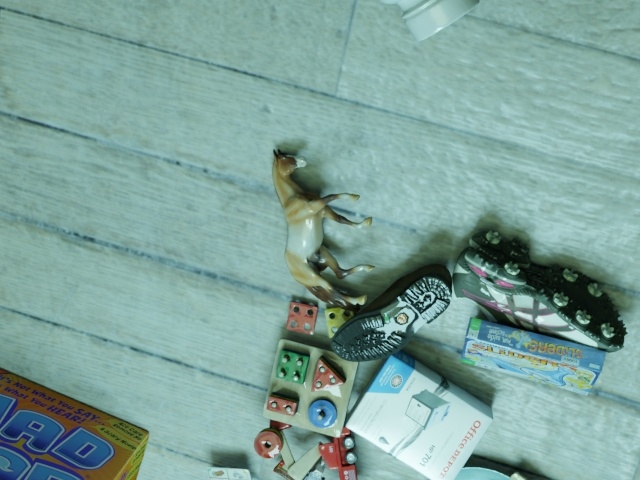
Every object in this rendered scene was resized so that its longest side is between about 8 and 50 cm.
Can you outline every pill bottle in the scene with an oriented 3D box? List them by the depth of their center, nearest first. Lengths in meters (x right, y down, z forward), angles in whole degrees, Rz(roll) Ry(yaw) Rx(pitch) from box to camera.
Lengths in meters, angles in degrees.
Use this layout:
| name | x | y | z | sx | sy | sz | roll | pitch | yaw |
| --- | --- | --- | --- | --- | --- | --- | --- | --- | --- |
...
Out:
| name | x | y | z | sx | sy | sz | roll | pitch | yaw |
| --- | --- | --- | --- | --- | --- | --- | --- | --- | --- |
| pill bottle | 0.113 | -0.392 | 1.583 | 0.131 | 0.131 | 0.229 | -29 | 101 | 23 |

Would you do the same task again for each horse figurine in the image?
| name | x | y | z | sx | sy | sz | roll | pitch | yaw |
| --- | --- | --- | --- | --- | --- | --- | --- | --- | --- |
| horse figurine | 0.000 | 0.000 | 1.793 | 0.174 | 0.066 | 0.263 | 13 | 123 | 32 |

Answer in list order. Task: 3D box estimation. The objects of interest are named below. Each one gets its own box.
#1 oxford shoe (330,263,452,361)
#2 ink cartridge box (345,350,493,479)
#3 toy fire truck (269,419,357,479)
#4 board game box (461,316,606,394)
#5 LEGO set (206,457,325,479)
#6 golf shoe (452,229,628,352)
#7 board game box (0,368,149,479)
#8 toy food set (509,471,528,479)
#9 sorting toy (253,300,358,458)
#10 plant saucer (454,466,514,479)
| name | x | y | z | sx | sy | sz | roll | pitch | yaw |
| --- | --- | --- | --- | --- | --- | --- | --- | --- | --- |
| oxford shoe | 0.114 | 0.112 | 1.802 | 0.227 | 0.096 | 0.083 | -33 | 105 | 23 |
| ink cartridge box | 0.155 | 0.277 | 1.845 | 0.190 | 0.082 | 0.140 | 32 | 96 | 2 |
| toy fire truck | -0.007 | 0.357 | 1.922 | 0.135 | 0.047 | 0.192 | -9 | 79 | 2 |
| board game box | 0.314 | 0.174 | 1.758 | 0.201 | 0.136 | 0.035 | 14 | 70 | 10 |
| LEGO set | -0.059 | 0.447 | 2.021 | 0.244 | 0.060 | 0.183 | -1 | 123 | 17 |
| golf shoe | 0.323 | 0.093 | 1.749 | 0.272 | 0.105 | 0.120 | 32 | 132 | 7 |
| board game box | -0.553 | 0.483 | 1.982 | 0.356 | 0.356 | 0.356 | 22 | 115 | 6 |
| toy food set | 0.298 | 0.473 | 1.883 | 0.132 | 0.038 | 0.192 | 36 | 116 | -1 |
| sorting toy | -0.017 | 0.228 | 1.866 | 0.132 | 0.046 | 0.275 | 14 | 96 | 8 |
| plant saucer | 0.262 | 0.447 | 1.926 | 0.194 | 0.037 | 0.195 | 5 | 112 | 14 |
